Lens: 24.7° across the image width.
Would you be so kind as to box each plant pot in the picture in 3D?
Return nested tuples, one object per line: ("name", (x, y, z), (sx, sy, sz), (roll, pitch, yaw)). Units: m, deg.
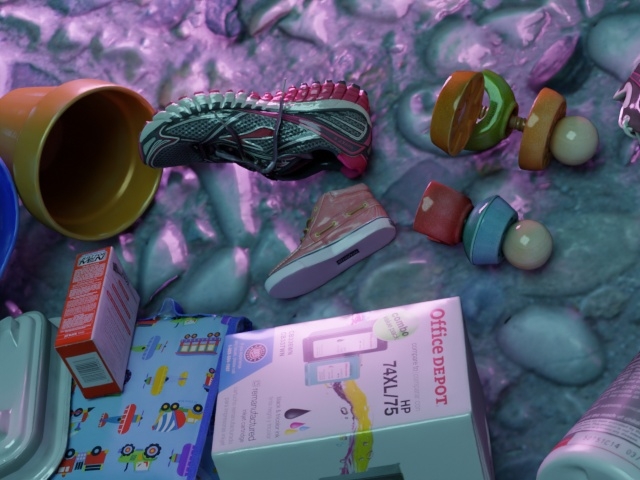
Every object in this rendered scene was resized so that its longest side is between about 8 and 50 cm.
("plant pot", (-0.340, -0.121, 1.914), (0.188, 0.205, 0.205), (21, 75, 42))

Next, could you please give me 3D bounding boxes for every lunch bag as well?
("lunch bag", (-0.208, 0.199, 1.768), (0.221, 0.138, 0.293), (-5, 57, 20))

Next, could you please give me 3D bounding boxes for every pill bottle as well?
("pill bottle", (0.359, 0.197, 1.484), (0.161, 0.161, 0.283), (29, 50, 27))

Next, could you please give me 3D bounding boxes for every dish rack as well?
("dish rack", (-0.459, 0.228, 1.788), (0.333, 0.072, 0.285), (-27, 38, 16))

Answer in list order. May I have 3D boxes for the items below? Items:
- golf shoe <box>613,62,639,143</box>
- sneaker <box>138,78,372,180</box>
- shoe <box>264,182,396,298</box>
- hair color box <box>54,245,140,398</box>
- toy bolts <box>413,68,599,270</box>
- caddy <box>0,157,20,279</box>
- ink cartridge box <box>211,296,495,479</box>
("golf shoe", (0.410, -0.130, 1.664), (0.120, 0.105, 0.273), (-36, 24, 23))
("sneaker", (-0.084, -0.127, 1.845), (0.299, 0.121, 0.112), (-7, 71, 7))
("shoe", (0.000, 0.000, 1.809), (0.178, 0.063, 0.081), (-29, 60, -1))
("hair color box", (-0.268, 0.098, 1.764), (0.053, 0.093, 0.167), (-12, 38, 14))
("toy bolts", (0.216, -0.078, 1.701), (0.158, 0.218, 0.228), (20, 94, 19))
("caddy", (-0.511, 0.014, 1.775), (0.179, 0.241, 0.341), (-7, 60, 57))
("ink cartridge box", (0.043, 0.212, 1.574), (0.270, 0.197, 0.198), (-10, 35, 8))
